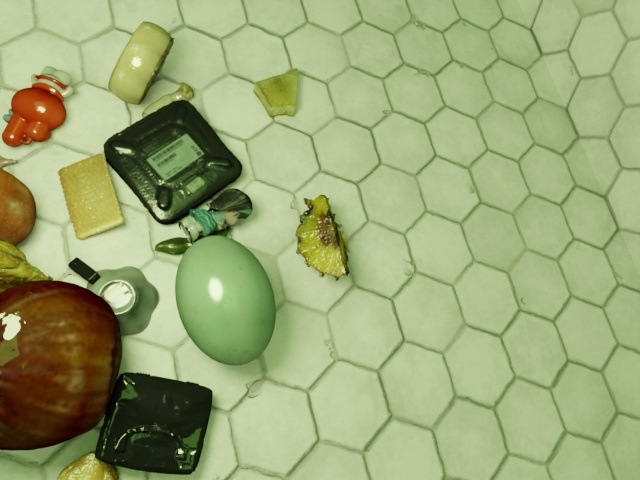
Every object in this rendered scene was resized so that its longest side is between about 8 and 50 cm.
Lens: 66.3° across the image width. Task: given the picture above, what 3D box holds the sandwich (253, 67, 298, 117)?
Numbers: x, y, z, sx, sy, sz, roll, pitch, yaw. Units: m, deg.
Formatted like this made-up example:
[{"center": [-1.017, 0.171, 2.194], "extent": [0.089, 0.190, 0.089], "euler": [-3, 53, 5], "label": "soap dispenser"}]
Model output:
[{"center": [-0.132, -0.546, 1.845], "extent": [0.193, 0.058, 0.162], "euler": [-29, 83, -25], "label": "sandwich"}]

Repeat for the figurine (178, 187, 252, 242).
[{"center": [-0.336, -0.090, 1.583], "extent": [0.245, 0.110, 0.138], "euler": [-30, 49, -26], "label": "figurine"}]

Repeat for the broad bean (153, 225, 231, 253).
[{"center": [-0.405, 0.006, 1.576], "extent": [0.254, 0.046, 0.065], "euler": [-14, 69, -22], "label": "broad bean"}]

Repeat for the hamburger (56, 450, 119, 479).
[{"center": [-0.607, 0.634, 1.280], "extent": [0.147, 0.083, 0.138], "euler": [-35, 80, -25], "label": "hamburger"}]

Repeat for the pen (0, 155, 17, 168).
[{"center": [-1.031, -0.238, 1.491], "extent": [0.197, 0.032, 0.053], "euler": [-3, 72, -14], "label": "pen"}]

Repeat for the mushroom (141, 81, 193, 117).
[{"center": [-0.532, -0.482, 1.710], "extent": [0.202, 0.054, 0.059], "euler": [-38, 80, -18], "label": "mushroom"}]

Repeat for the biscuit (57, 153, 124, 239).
[{"center": [-0.714, -0.138, 1.526], "extent": [0.160, 0.030, 0.249], "euler": [-22, 78, -1], "label": "biscuit"}]

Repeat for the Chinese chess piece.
[{"center": [-0.585, -0.577, 1.608], "extent": [0.112, 0.270, 0.270], "euler": [29, 65, -21], "label": "Chinese chess piece"}]

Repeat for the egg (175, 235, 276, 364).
[{"center": [-0.276, 0.171, 1.429], "extent": [0.276, 0.276, 0.389], "euler": [-16, 75, -21], "label": "egg"}]

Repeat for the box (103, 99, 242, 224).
[{"center": [-0.481, -0.267, 1.626], "extent": [0.359, 0.091, 0.350], "euler": [-40, 85, -22], "label": "box"}]

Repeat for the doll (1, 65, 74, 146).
[{"center": [-0.886, -0.412, 1.541], "extent": [0.161, 0.130, 0.290], "euler": [20, 73, -9], "label": "doll"}]

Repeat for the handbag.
[{"center": [-0.449, 0.499, 1.343], "extent": [0.275, 0.088, 0.244], "euler": [20, 63, -24], "label": "handbag"}]

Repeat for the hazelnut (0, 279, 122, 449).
[{"center": [-0.697, 0.298, 1.206], "extent": [0.353, 0.421, 0.421], "euler": [18, 60, 34], "label": "hazelnut"}]

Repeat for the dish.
[{"center": [-0.596, 0.173, 1.444], "extent": [0.229, 0.081, 0.229], "euler": [5, 70, -14], "label": "dish"}]

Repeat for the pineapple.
[{"center": [0.002, 0.002, 1.665], "extent": [0.161, 0.158, 0.334], "euler": [-25, 72, 17], "label": "pineapple"}]

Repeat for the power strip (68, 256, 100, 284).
[{"center": [-0.697, 0.090, 1.447], "extent": [0.111, 0.029, 0.038], "euler": [28, 63, 28], "label": "power strip"}]

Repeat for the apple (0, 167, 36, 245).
[{"center": [-0.930, -0.096, 1.361], "extent": [0.253, 0.253, 0.253], "euler": [5, 70, -14], "label": "apple"}]

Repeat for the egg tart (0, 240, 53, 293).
[{"center": [-0.907, 0.075, 1.280], "extent": [0.352, 0.339, 0.153], "euler": [-4, 55, -9], "label": "egg tart"}]
